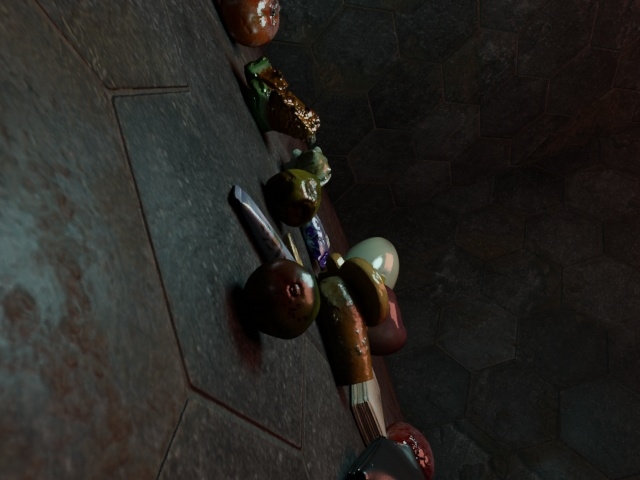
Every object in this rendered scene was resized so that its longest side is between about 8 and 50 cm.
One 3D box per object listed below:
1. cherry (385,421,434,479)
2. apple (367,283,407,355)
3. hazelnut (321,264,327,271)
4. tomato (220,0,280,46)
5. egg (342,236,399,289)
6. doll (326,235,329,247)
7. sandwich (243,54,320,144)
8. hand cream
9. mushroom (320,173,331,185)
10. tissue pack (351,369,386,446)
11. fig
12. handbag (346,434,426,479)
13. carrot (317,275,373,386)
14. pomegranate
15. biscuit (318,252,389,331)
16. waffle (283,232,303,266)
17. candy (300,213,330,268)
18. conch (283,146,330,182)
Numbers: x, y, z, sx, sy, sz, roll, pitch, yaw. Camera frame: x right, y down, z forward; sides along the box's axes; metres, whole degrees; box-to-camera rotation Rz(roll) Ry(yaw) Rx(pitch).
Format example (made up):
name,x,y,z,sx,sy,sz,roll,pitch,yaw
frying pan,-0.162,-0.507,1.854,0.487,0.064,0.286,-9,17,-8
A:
name,x,y,z,sx,sy,sz,roll,pitch,yaw
cherry,0.257,0.667,1.313,0.192,0.175,0.249,55,10,-10
apple,0.209,0.320,1.683,0.306,0.235,0.305,-18,90,-81
hazelnut,0.044,0.120,1.631,0.086,0.086,0.085,-20,90,-84
tomato,-0.245,-0.785,1.450,0.232,0.189,0.231,13,90,-81
egg,0.229,0.145,1.984,0.283,0.344,0.283,35,-7,5
doll,0.000,0.000,1.652,0.219,0.067,0.090,-19,85,-82
sandwich,-0.136,-0.419,1.373,0.301,0.162,0.250,40,-8,2
hand cream,-0.107,0.004,0.845,0.255,0.055,0.088,60,6,-25
mushroom,-0.042,-0.150,1.421,0.306,0.068,0.043,-60,162,-49
tissue pack,0.151,0.505,1.350,0.325,0.071,0.169,-71,142,-81
fig,-0.067,-0.125,1.130,0.165,0.154,0.144,-49,169,-45
handbag,0.156,0.590,0.864,0.288,0.152,0.341,36,33,-58
carrot,0.069,0.250,1.190,0.138,0.139,0.301,49,24,-73
pomegranate,-0.065,0.091,0.648,0.130,0.131,0.130,-20,90,-84
biscuit,0.100,0.162,1.304,0.355,0.052,0.274,-31,-100,63
waffle,-0.062,0.057,1.138,0.097,0.024,0.152,41,29,-80
candy,-0.023,-0.035,1.490,0.274,0.070,0.145,68,16,4
conch,-0.057,-0.273,1.616,0.169,0.203,0.386,44,-14,-10
